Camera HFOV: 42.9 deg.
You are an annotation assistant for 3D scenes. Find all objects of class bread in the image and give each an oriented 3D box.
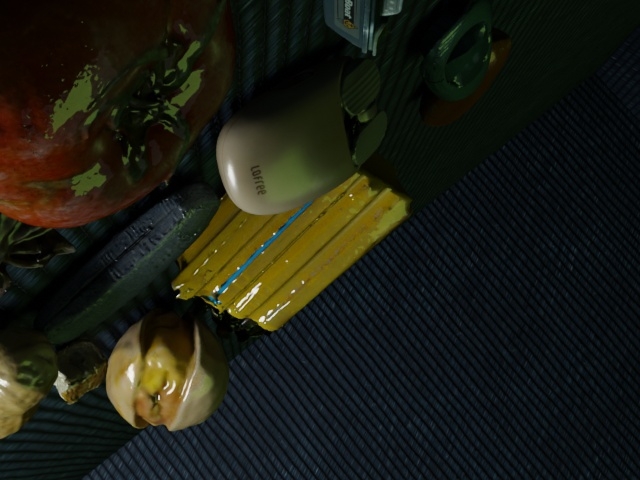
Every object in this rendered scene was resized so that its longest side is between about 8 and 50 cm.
[{"bbox_3d":[-0.379,0.197,1.256,0.083,0.076,0.070,-33,158,-38],"label":"bread"}]

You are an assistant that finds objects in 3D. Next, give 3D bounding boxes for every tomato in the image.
[{"bbox_3d":[-0.141,-0.098,0.524,0.237,0.095,0.237,-44,162,-18],"label":"tomato"}]

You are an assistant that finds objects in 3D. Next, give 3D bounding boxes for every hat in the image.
[{"bbox_3d":[0.193,-0.288,1.198,0.138,0.078,0.191,-46,154,-10],"label":"hat"}]

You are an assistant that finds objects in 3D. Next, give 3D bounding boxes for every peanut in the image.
[{"bbox_3d":[-0.394,0.180,0.999,0.117,0.101,0.263,13,149,-21],"label":"peanut"}]

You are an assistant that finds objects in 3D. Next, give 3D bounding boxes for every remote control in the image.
[{"bbox_3d":[-0.230,0.122,1.670,0.063,0.025,0.245,-32,168,-48],"label":"remote control"}]

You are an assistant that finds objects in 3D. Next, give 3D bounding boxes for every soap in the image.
[{"bbox_3d":[-0.048,-0.015,1.177,0.204,0.096,0.324,29,121,-35],"label":"soap"}]

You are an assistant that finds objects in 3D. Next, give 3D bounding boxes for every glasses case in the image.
[{"bbox_3d":[-0.237,0.030,1.005,0.282,0.067,0.109,-42,174,7],"label":"glasses case"}]

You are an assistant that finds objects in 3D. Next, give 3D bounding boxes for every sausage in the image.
[{"bbox_3d":[0.245,-0.279,1.411,0.098,0.098,0.238,-35,168,-31],"label":"sausage"}]

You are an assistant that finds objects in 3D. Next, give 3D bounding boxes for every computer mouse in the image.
[{"bbox_3d":[-0.014,-0.122,0.956,0.236,0.082,0.145,-32,128,-28],"label":"computer mouse"}]

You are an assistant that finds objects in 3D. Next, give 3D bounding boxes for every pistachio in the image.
[{"bbox_3d":[-0.273,0.231,1.480,0.230,0.230,0.309,-37,168,-19],"label":"pistachio"}]

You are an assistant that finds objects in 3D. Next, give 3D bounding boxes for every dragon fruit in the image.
[{"bbox_3d":[-0.129,0.097,1.493,0.182,0.182,0.189,-41,-148,7],"label":"dragon fruit"}]

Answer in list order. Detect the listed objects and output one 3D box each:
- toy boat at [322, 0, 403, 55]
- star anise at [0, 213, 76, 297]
[{"bbox_3d":[0.059,-0.255,0.608,0.114,0.122,0.296,-63,175,-15],"label":"toy boat"},{"bbox_3d":[-0.289,0.016,0.646,0.262,0.081,0.230,-48,177,-31],"label":"star anise"}]
